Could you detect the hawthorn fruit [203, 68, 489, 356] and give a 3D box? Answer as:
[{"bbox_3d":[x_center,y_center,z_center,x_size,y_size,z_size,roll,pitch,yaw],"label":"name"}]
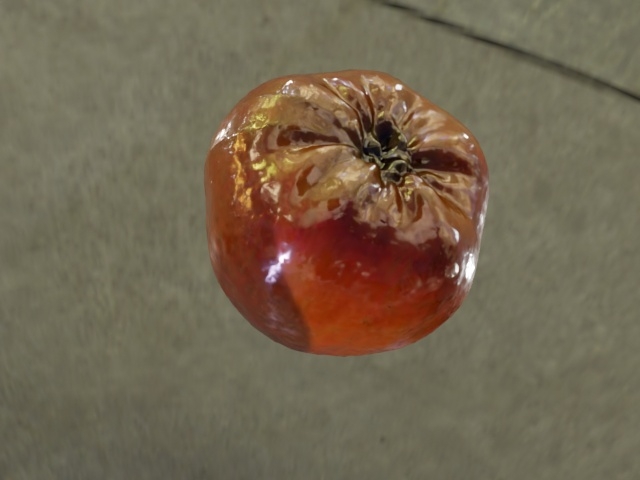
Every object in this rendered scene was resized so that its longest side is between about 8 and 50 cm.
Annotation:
[{"bbox_3d":[0.002,-0.007,0.824,0.140,0.125,0.125,-29,70,21],"label":"hawthorn fruit"}]
